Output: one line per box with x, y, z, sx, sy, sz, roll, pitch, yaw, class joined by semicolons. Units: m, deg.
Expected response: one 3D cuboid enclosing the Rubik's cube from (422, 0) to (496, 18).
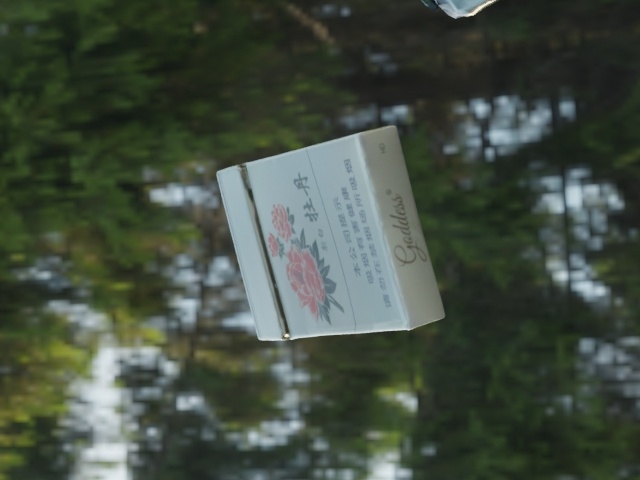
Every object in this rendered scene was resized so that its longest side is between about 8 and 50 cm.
0.130;-0.349;1.144;0.288;0.293;0.283;46;-136;-15;Rubik's cube

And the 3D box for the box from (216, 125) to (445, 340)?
0.000;0.001;1.092;0.029;0.198;0.109;-16;-87;-26;box
